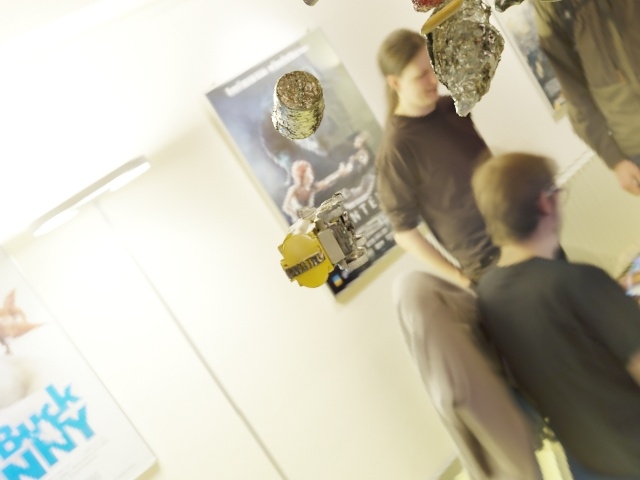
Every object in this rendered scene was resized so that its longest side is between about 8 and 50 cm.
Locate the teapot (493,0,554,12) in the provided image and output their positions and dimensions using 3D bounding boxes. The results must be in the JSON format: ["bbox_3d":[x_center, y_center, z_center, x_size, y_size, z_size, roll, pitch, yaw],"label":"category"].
[{"bbox_3d":[0.342,-0.474,1.182,0.182,0.173,0.270,5,67,47],"label":"teapot"}]

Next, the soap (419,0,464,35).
[{"bbox_3d":[0.178,-0.328,1.090,0.089,0.012,0.034,-39,-12,-13],"label":"soap"}]

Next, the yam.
[{"bbox_3d":[-0.042,-0.264,1.451,0.107,0.107,0.183,-34,-5,-6],"label":"yam"}]

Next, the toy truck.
[{"bbox_3d":[0.000,0.000,1.118,0.114,0.098,0.227,-28,7,7],"label":"toy truck"}]

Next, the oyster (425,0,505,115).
[{"bbox_3d":[0.348,-0.447,1.758,0.198,0.268,0.112,-30,16,-11],"label":"oyster"}]

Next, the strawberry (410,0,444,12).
[{"bbox_3d":[0.217,-0.504,1.518,0.083,0.083,0.096,-38,-18,-31],"label":"strawberry"}]

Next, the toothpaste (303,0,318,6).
[{"bbox_3d":[0.036,-0.702,1.900,0.099,0.069,0.282,-10,-21,-39],"label":"toothpaste"}]
